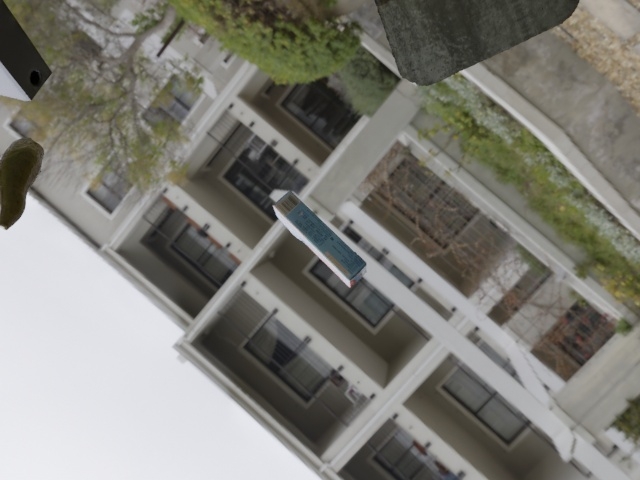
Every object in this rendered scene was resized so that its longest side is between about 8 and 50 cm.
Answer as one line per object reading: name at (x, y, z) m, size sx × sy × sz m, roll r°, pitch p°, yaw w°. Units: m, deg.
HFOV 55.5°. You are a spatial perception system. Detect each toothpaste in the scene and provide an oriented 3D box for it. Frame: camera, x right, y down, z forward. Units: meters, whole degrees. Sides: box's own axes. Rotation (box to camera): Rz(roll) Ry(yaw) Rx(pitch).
toothpaste at (0.000, 0.000, 1.072) m, size 0.193 × 0.044 × 0.070 m, roll 45°, pitch 170°, yaw 16°

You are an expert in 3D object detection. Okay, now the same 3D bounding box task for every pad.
pad at (0.167, -0.302, 0.484) m, size 0.055 × 0.323 × 0.249 m, roll -8°, pitch -102°, yaw -46°

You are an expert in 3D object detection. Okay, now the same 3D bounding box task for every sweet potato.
sweet potato at (-0.568, -0.119, 1.136) m, size 0.077 × 0.077 × 0.243 m, roll 34°, pitch -153°, yaw -34°

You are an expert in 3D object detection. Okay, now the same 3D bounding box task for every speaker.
speaker at (-0.315, -0.210, 0.502) m, size 0.082 × 0.044 × 0.218 m, roll 14°, pitch 154°, yaw 16°
